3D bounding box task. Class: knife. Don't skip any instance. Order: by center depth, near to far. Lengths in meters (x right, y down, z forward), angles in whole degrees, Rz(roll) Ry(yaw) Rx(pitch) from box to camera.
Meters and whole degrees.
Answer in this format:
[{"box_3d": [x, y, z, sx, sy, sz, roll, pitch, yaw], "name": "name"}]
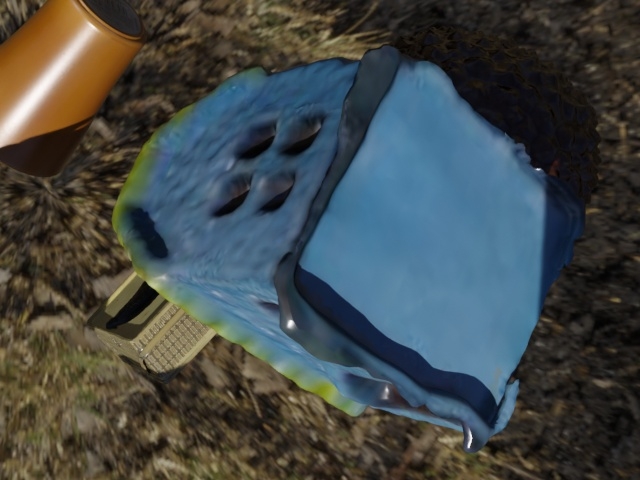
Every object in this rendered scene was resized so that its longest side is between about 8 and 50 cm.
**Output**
[{"box_3d": [-0.135, 0.002, 1.174, 0.046, 0.222, 0.021, -18, 120, 32], "name": "knife"}]

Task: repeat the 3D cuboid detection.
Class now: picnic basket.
[{"box_3d": [-0.215, 0.106, 1.665, 0.115, 0.164, 0.079, -48, 119, -17], "name": "picnic basket"}]

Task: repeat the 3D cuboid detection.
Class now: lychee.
[{"box_3d": [0.139, -0.080, 1.231, 0.267, 0.267, 0.267, 0, 92, -12], "name": "lychee"}]

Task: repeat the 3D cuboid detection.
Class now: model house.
[{"box_3d": [0.000, 0.000, 0.956, 0.237, 0.303, 0.215, 36, 72, -33], "name": "model house"}]

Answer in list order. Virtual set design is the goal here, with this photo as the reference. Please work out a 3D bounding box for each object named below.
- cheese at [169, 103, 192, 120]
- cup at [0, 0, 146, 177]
[{"box_3d": [-0.143, -0.061, 1.440, 0.054, 0.127, 0.251, 49, 40, -35], "name": "cheese"}, {"box_3d": [-0.355, -0.227, 1.767, 0.182, 0.226, 0.264, 46, 113, 1], "name": "cup"}]
